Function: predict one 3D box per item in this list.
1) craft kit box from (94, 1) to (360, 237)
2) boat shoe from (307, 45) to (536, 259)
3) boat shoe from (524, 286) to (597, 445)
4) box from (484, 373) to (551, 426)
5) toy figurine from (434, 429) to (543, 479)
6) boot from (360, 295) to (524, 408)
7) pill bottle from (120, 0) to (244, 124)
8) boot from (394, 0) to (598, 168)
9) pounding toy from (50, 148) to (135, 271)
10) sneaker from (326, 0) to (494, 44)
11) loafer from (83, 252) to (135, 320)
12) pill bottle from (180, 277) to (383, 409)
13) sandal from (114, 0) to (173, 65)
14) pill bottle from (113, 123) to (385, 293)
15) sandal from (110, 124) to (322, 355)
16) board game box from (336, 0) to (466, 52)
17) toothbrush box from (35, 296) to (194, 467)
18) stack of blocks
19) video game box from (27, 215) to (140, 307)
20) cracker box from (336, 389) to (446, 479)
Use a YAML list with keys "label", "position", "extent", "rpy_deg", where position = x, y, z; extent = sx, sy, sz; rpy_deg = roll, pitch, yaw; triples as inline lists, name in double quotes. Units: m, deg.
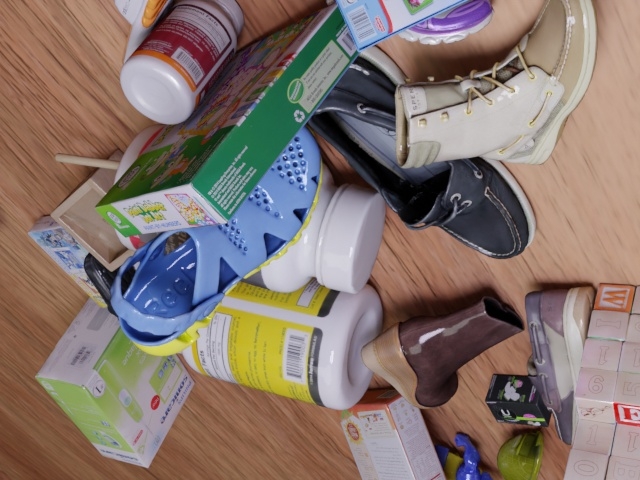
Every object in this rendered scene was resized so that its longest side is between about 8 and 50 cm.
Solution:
- label: "craft kit box"
  position: [-0.097, -0.116, 0.838]
  extent: [0.061, 0.250, 0.246]
  rpy_deg: [45, 154, -21]
- label: "boat shoe"
  position: [0.113, -0.071, 0.918]
  extent: [0.127, 0.113, 0.340]
  rpy_deg: [-20, 124, 43]
- label: "boat shoe"
  position: [0.325, 0.169, 1.097]
  extent: [0.092, 0.103, 0.285]
  rpy_deg: [10, 137, 30]
- label: "box"
  position: [0.302, 0.241, 1.234]
  extent: [0.083, 0.052, 0.062]
  rpy_deg: [-3, 135, 37]
- label: "toy figurine"
  position: [0.240, 0.436, 1.411]
  extent: [0.217, 0.191, 0.363]
  rpy_deg: [21, 143, 18]
- label: "boot"
  position: [0.200, 0.165, 1.172]
  extent: [0.206, 0.090, 0.248]
  rpy_deg: [-25, 147, 26]
- label: "pill bottle"
  position: [-0.144, -0.204, 0.885]
  extent: [0.086, 0.152, 0.086]
  rpy_deg: [18, 143, 14]
- label: "boot"
  position: [0.157, -0.147, 0.774]
  extent: [0.165, 0.077, 0.213]
  rpy_deg: [-4, 145, -7]
- label: "pounding toy"
  position: [-0.298, -0.080, 1.197]
  extent: [0.181, 0.094, 0.206]
  rpy_deg: [46, 131, -16]
- label: "sneaker"
  position: [0.081, -0.237, 0.778]
  extent: [0.169, 0.068, 0.071]
  rpy_deg: [17, 137, 15]
- label: "loafer"
  position: [-0.329, 0.099, 1.364]
  extent: [0.078, 0.076, 0.223]
  rpy_deg: [-9, 135, 26]
- label: "pill bottle"
  position: [-0.089, 0.128, 1.230]
  extent: [0.333, 0.188, 0.188]
  rpy_deg: [10, 141, 23]
- label: "sandal"
  position: [-0.196, -0.274, 0.876]
  extent: [0.076, 0.102, 0.265]
  rpy_deg: [32, 146, -9]
- label: "pill bottle"
  position: [-0.087, -0.034, 1.037]
  extent: [0.318, 0.176, 0.176]
  rpy_deg: [14, 142, 17]
- label: "sandal"
  position: [-0.114, -0.001, 0.878]
  extent: [0.126, 0.317, 0.138]
  rpy_deg: [37, -177, 11]
- label: "board game box"
  position: [0.087, -0.275, 0.695]
  extent: [0.211, 0.039, 0.160]
  rpy_deg: [-15, 105, 41]
- label: "toothbrush box"
  position: [-0.385, 0.270, 1.577]
  extent: [0.122, 0.206, 0.283]
  rpy_deg: [7, 139, 25]
- label: "stack of blocks"
  position: [0.356, 0.219, 0.963]
  extent: [0.087, 0.297, 0.171]
  rpy_deg: [4, 139, 30]
- label: "video game box"
  position: [-0.375, 0.033, 1.415]
  extent: [0.187, 0.048, 0.205]
  rpy_deg: [-9, 131, 35]
- label: "cracker box"
  position: [0.127, 0.371, 1.386]
  extent: [0.155, 0.067, 0.232]
  rpy_deg: [-17, 94, 55]
